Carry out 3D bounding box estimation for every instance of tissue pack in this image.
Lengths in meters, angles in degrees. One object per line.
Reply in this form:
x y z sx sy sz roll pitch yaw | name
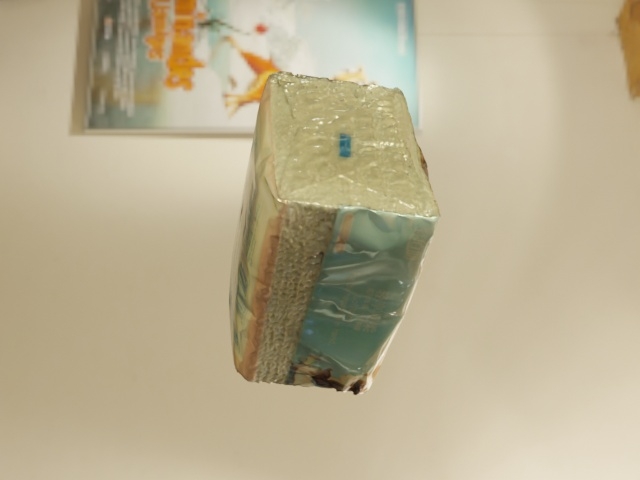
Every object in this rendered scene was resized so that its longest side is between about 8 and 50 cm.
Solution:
0.000 0.000 0.363 0.074 0.059 0.094 -97 -165 -44 | tissue pack
